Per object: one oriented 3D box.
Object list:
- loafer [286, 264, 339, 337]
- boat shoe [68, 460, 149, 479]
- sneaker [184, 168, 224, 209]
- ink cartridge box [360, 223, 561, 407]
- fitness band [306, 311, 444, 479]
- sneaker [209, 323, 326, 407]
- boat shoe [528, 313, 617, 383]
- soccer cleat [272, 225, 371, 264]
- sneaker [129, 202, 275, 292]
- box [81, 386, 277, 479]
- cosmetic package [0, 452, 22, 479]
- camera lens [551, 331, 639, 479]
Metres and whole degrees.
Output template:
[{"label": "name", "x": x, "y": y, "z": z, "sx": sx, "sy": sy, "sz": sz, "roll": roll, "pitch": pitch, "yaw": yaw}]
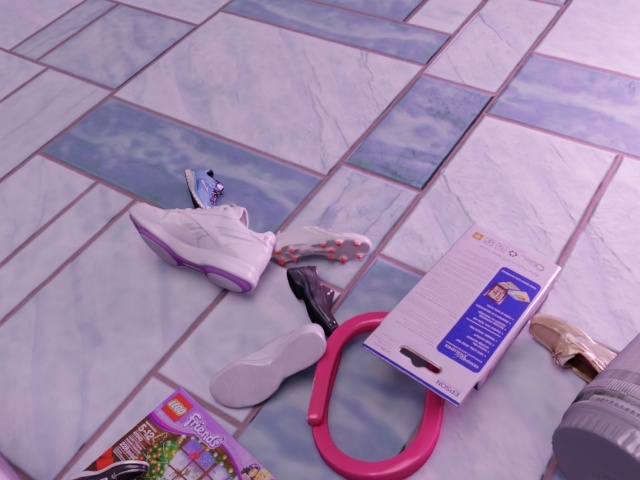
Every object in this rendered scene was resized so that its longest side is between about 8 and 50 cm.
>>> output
[{"label": "loafer", "x": -0.002, "y": 0.102, "z": 1.244, "sx": 0.061, "sy": 0.062, "sz": 0.170, "roll": -20, "pitch": 50, "yaw": -16}, {"label": "boat shoe", "x": -0.307, "y": 0.349, "z": 1.000, "sx": 0.125, "sy": 0.046, "sz": 0.038, "roll": -14, "pitch": 49, "yaw": 3}, {"label": "sneaker", "x": -0.238, "y": -0.103, "z": 1.461, "sx": 0.073, "sy": 0.063, "sz": 0.162, "roll": -16, "pitch": 48, "yaw": -10}, {"label": "ink cartridge box", "x": 0.237, "y": 0.120, "z": 1.142, "sx": 0.176, "sy": 0.069, "sz": 0.371, "roll": 30, "pitch": 47, "yaw": 24}, {"label": "fitness band", "x": 0.093, "y": 0.244, "z": 1.111, "sx": 0.209, "sy": 0.054, "sz": 0.291, "roll": 7, "pitch": 51, "yaw": 11}, {"label": "sneaker", "x": -0.085, "y": 0.205, "z": 1.164, "sx": 0.212, "sy": 0.080, "sz": 0.094, "roll": -28, "pitch": 12, "yaw": 4}, {"label": "boat shoe", "x": 0.403, "y": 0.180, "z": 1.110, "sx": 0.170, "sy": 0.063, "sz": 0.059, "roll": 33, "pitch": 54, "yaw": 31}, {"label": "soccer cleat", "x": 0.000, "y": 0.000, "z": 1.332, "sx": 0.196, "sy": 0.068, "sz": 0.076, "roll": -4, "pitch": 45, "yaw": 9}, {"label": "sneaker", "x": -0.226, "y": -0.013, "z": 1.338, "sx": 0.305, "sy": 0.114, "sz": 0.152, "roll": 25, "pitch": 68, "yaw": 16}, {"label": "box", "x": -0.191, "y": 0.378, "z": 1.024, "sx": 0.293, "sy": 0.057, "sz": 0.201, "roll": 33, "pitch": 61, "yaw": 32}, {"label": "cosmetic package", "x": -0.611, "y": 0.344, "z": 0.903, "sx": 0.394, "sy": 0.327, "sz": 0.329, "roll": 25, "pitch": 55, "yaw": 39}, {"label": "camera lens", "x": 0.480, "y": 0.242, "z": 0.937, "sx": 0.274, "sy": 0.219, "sz": 0.219, "roll": -35, "pitch": 53, "yaw": -22}]
